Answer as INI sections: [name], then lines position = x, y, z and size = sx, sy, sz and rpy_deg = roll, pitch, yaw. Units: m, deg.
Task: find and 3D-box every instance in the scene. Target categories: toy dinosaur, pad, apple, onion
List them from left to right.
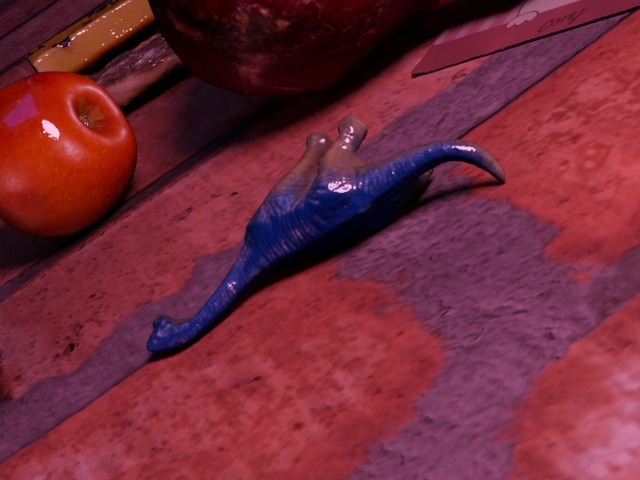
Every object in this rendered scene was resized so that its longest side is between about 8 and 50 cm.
[apple]
position = -0.258, -0.086, 1.332
size = 0.139, 0.163, 0.163
rpy_deg = -32, 21, 20
[toy dinosaur]
position = 0.000, 0.000, 0.977
size = 0.247, 0.075, 0.188
rpy_deg = -5, 44, 38
[onion]
position = 0.025, -0.285, 1.245
size = 0.385, 0.348, 0.348
rpy_deg = 17, 42, 14
[pad]
position = 0.234, -0.230, 1.186
size = 0.300, 0.005, 0.202
rpy_deg = -12, 30, 40

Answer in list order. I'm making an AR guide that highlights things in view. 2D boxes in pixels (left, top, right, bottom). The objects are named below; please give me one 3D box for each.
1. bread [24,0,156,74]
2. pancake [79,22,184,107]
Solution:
[bread]
position = -0.265, -0.270, 1.732
size = 0.226, 0.049, 0.088
rpy_deg = -35, 21, -7
[pancake]
position = -0.202, -0.236, 1.700
size = 0.282, 0.049, 0.282
rpy_deg = -26, 20, 10
